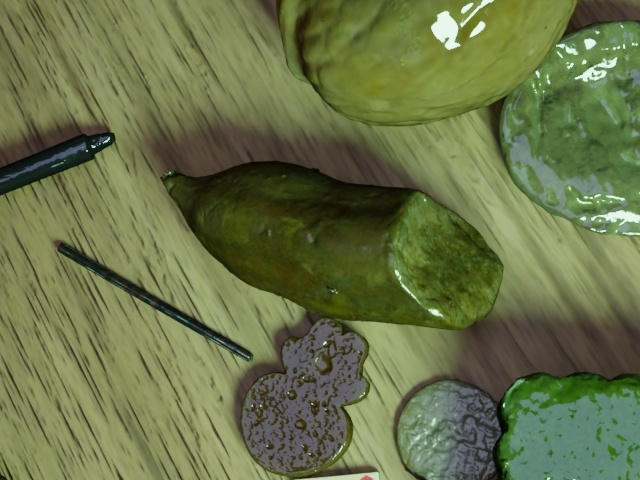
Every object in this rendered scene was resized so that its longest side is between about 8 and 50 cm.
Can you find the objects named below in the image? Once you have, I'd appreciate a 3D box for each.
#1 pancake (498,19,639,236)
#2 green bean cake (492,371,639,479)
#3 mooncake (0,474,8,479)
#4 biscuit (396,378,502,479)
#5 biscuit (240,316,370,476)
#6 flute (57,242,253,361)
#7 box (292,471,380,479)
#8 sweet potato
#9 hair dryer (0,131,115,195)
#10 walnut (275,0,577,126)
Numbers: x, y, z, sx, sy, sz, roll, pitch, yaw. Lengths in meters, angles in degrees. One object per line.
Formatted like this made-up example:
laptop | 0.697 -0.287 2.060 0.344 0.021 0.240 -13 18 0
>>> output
pancake | 0.311 -0.115 1.107 0.241 0.050 0.242 0 88 11
green bean cake | 0.284 0.249 0.983 0.249 0.156 0.247 1 76 9
mooncake | -0.458 0.367 1.096 0.351 0.187 0.351 -5 75 18
biscuit | 0.136 0.203 1.096 0.120 0.015 0.120 -2 78 11
biscuit | -0.011 0.170 1.127 0.124 0.026 0.175 31 87 14
flute | -0.190 0.068 1.189 0.269 0.014 0.014 28 86 15
box | 0.019 0.275 1.105 0.093 0.015 0.058 -8 80 11
sweet potato | 0.000 0.000 1.098 0.369 0.158 0.158 12 82 24
hair dryer | -0.353 -0.073 1.209 0.248 0.114 0.071 -20 85 0
walnut | 0.103 -0.263 1.057 0.332 0.333 0.333 -2 79 11
